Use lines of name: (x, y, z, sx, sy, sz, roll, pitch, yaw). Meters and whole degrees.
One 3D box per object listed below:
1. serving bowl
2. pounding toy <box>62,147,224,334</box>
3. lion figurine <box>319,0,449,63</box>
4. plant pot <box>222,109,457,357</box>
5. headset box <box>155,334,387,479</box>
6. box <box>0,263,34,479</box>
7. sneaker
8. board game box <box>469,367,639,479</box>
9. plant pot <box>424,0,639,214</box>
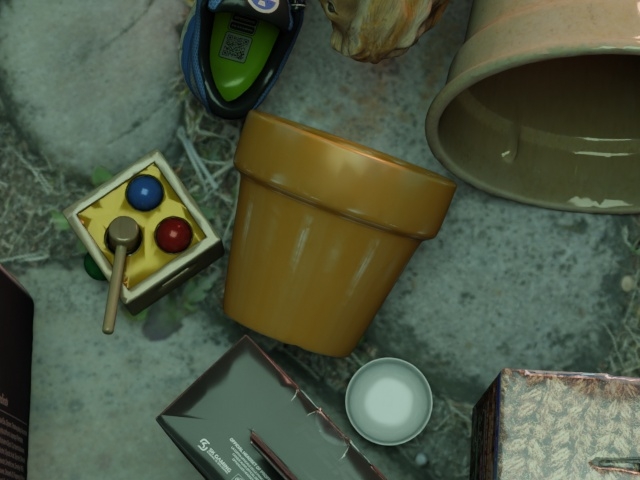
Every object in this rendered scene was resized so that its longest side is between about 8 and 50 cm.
serving bowl: (0.065, 0.155, 1.718, 0.083, 0.027, 0.083, 0, 78, 1)
pounding toy: (-0.175, 0.006, 1.711, 0.141, 0.100, 0.130, -34, 80, -6)
lion figurine: (0.092, -0.328, 1.706, 0.142, 0.392, 0.240, 19, 117, 2)
plant pot: (0.000, 0.000, 1.676, 0.205, 0.205, 0.188, 20, 95, 4)
headset box: (-0.026, 0.208, 1.573, 0.110, 0.293, 0.218, -43, 82, -8)
box: (-0.424, 0.224, 1.612, 0.293, 0.212, 0.396, 1, 79, 1)
sneaker: (-0.047, -0.260, 1.674, 0.129, 0.147, 0.330, 8, 112, -12)
board game box: (0.255, 0.205, 1.574, 0.232, 0.291, 0.141, 3, 79, 1)
plant pot: (0.272, -0.228, 1.672, 0.333, 0.334, 0.306, 4, 67, 1)
